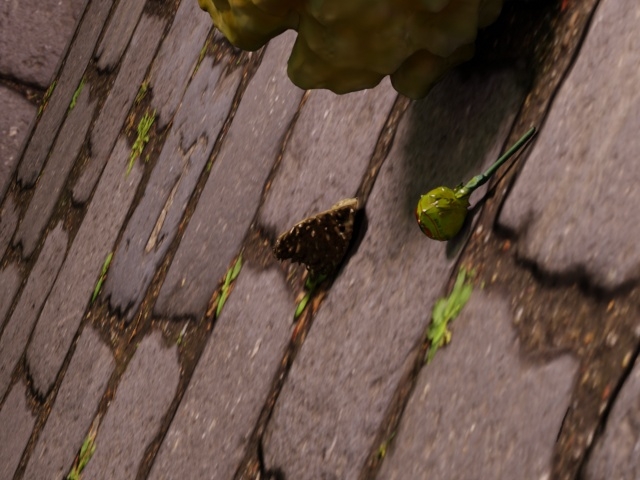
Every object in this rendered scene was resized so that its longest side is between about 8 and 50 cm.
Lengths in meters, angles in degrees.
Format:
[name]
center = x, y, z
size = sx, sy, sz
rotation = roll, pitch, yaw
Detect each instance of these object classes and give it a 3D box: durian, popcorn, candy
[durian]
center = -0.008, -0.007, 1.675
size = 0.130, 0.052, 0.066
rotation = -29, 38, 65
[popcorn]
center = 0.034, -0.275, 1.542
size = 0.274, 0.279, 0.335
rotation = 104, 166, -57
[candy]
center = 0.112, -0.042, 1.405
size = 0.123, 0.035, 0.035
rotation = -42, 16, 35
